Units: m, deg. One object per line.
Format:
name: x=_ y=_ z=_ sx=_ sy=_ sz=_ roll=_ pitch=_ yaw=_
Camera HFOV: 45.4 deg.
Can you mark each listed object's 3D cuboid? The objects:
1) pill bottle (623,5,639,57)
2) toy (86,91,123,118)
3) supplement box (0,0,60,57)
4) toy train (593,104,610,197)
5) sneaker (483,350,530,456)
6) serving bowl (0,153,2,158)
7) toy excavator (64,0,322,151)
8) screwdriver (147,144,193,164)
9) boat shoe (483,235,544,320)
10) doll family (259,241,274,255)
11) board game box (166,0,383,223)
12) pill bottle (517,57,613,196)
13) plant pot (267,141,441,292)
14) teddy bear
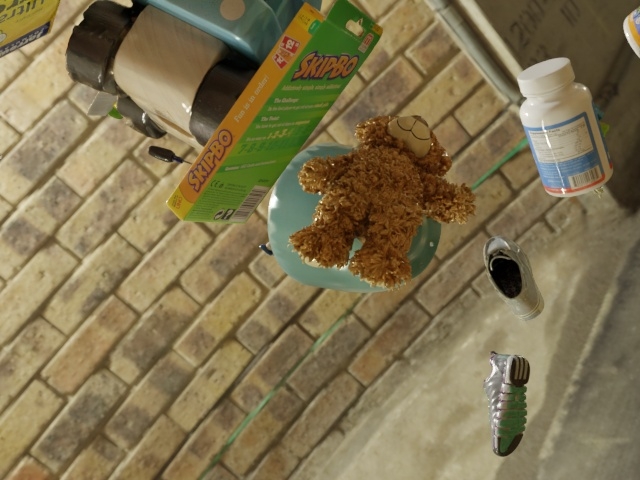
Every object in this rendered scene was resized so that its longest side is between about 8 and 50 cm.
pill bottle: x=0.782 y=-0.486 z=1.574 sx=0.272 sy=0.152 sz=0.152 roll=-40 pitch=17 yaw=47
toy: x=-0.318 y=-0.320 z=1.345 sx=0.237 sy=0.056 sz=0.136 roll=-53 pitch=-19 yaw=24
supplement box: x=-0.425 y=-0.362 z=0.889 sx=0.194 sy=0.195 sz=0.356 roll=-40 pitch=6 yaw=-30
toy train: x=0.589 y=-0.195 z=1.665 sx=0.105 sy=0.248 sz=0.144 roll=19 pitch=88 yaw=40
sneaker: x=0.401 y=0.360 z=1.694 sx=0.098 sy=0.083 sz=0.224 roll=7 pitch=85 yaw=57
serving bowl: x=-0.600 y=-0.142 z=1.331 sx=0.083 sy=0.027 sz=0.083 roll=-24 pitch=7 yaw=3
toy excavator: x=-0.088 y=-0.329 z=0.878 sx=0.445 sy=0.222 sz=0.433 roll=-62 pitch=-11 yaw=-6
screwdriver: x=-0.240 y=-0.138 z=1.395 sx=0.024 sy=0.169 sz=0.025 roll=-49 pitch=-20 yaw=-56
boat shoe: x=0.353 y=0.052 z=1.441 sx=0.079 sy=0.081 sz=0.228 roll=-34 pitch=33 yaw=16
doll family: x=0.000 y=0.000 z=1.688 sx=0.163 sy=0.118 sz=0.263 roll=-52 pitch=-25 yaw=9
board game box: x=-0.042 y=-0.125 z=0.766 sx=0.259 sy=0.039 sz=0.124 roll=-50 pitch=-18 yaw=16
pill bottle: x=0.421 y=-0.198 z=1.334 sx=0.124 sy=0.222 sz=0.124 roll=-21 pitch=21 yaw=9
plant pot: x=0.084 y=-0.033 z=1.451 sx=0.235 sy=0.293 sz=0.293 roll=14 pitch=60 yaw=50
teddy bear: x=0.087 y=-0.070 z=1.079 sx=0.245 sy=0.113 sz=0.338 roll=27 pitch=54 yaw=30
